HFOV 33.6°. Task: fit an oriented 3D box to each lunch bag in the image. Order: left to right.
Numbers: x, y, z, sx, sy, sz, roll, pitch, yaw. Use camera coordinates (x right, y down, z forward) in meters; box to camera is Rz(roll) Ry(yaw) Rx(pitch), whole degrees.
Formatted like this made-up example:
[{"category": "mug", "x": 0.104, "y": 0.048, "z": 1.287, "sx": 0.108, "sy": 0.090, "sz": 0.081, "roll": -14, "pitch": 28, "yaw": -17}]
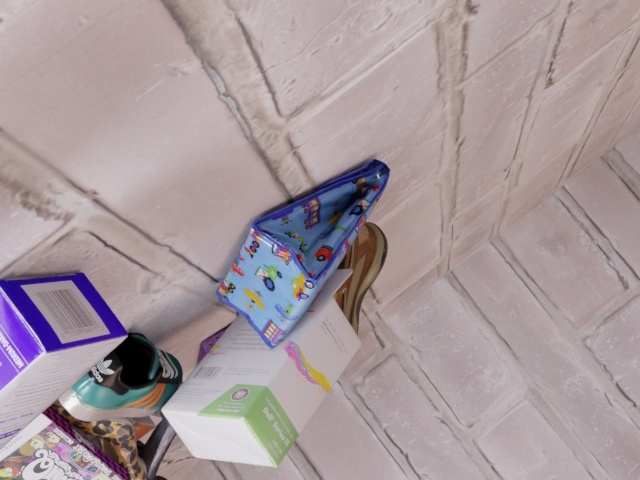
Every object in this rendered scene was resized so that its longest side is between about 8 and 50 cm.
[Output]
[{"category": "lunch bag", "x": 0.000, "y": 0.000, "z": 1.705, "sx": 0.293, "sy": 0.138, "sz": 0.221, "roll": -40, "pitch": 169, "yaw": -37}]

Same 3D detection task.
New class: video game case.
[{"category": "video game case", "x": -0.445, "y": 0.370, "z": 1.636, "sx": 0.210, "sy": 0.042, "sz": 0.232, "roll": -35, "pitch": 128, "yaw": 2}]

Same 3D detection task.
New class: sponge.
[{"category": "sponge", "x": -0.192, "y": 0.216, "z": 2.147, "sx": 0.117, "sy": 0.031, "sz": 0.210, "roll": -32, "pitch": 167, "yaw": -20}]

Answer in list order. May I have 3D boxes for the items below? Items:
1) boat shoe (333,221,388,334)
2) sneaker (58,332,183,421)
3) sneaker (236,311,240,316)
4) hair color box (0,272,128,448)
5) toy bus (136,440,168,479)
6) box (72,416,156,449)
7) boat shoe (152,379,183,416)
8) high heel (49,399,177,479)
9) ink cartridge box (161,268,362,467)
[{"category": "boat shoe", "x": 0.008, "y": 0.108, "z": 1.946, "sx": 0.120, "sy": 0.122, "sz": 0.324, "roll": 20, "pitch": 90, "yaw": -47}, {"category": "sneaker", "x": -0.281, "y": 0.207, "z": 1.668, "sx": 0.121, "sy": 0.108, "sz": 0.302, "roll": -39, "pitch": 168, "yaw": 16}, {"category": "sneaker", "x": -0.096, "y": 0.140, "z": 2.019, "sx": 0.104, "sy": 0.095, "sz": 0.236, "roll": -23, "pitch": 172, "yaw": 28}, {"category": "hair color box", "x": -0.404, "y": 0.180, "z": 1.216, "sx": 0.339, "sy": 0.110, "sz": 0.185, "roll": -42, "pitch": 169, "yaw": 14}, {"category": "toy bus", "x": -0.423, "y": 0.510, "z": 2.165, "sx": 0.149, "sy": 0.220, "sz": 0.211, "roll": -42, "pitch": 161, "yaw": 8}, {"category": "box", "x": -0.381, "y": 0.325, "z": 1.865, "sx": 0.130, "sy": 0.091, "sz": 0.170, "roll": -37, "pitch": 168, "yaw": -4}, {"category": "boat shoe", "x": -0.294, "y": 0.269, "z": 1.968, "sx": 0.226, "sy": 0.083, "sz": 0.076, "roll": 137, "pitch": -34, "yaw": -63}, {"category": "high heel", "x": -0.365, "y": 0.345, "z": 1.717, "sx": 0.261, "sy": 0.093, "sz": 0.186, "roll": 23, "pitch": 101, "yaw": -38}, {"category": "ink cartridge box", "x": -0.076, "y": 0.204, "z": 1.781, "sx": 0.207, "sy": 0.119, "sz": 0.353, "roll": -4, "pitch": -143, "yaw": 43}]
